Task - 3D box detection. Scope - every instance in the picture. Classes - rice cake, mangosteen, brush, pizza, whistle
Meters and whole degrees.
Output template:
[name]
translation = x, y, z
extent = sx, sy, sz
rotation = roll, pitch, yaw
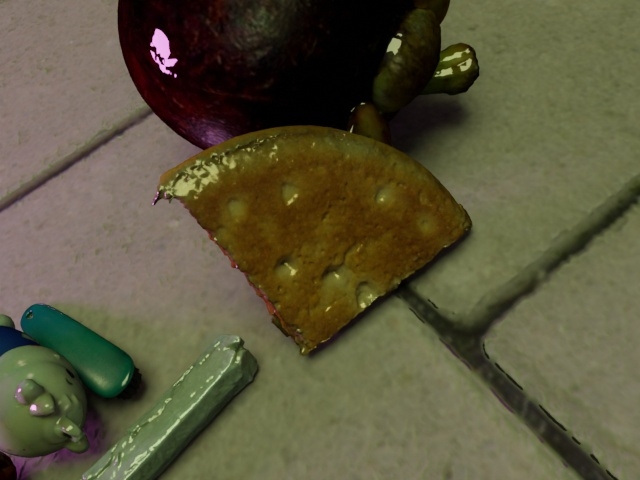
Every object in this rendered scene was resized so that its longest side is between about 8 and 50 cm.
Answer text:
[rice cake]
translation = -0.148, 0.177, 0.517
extent = 0.042, 0.045, 0.245
rotation = 33, 70, 34
[mangosteen]
translation = -0.036, -0.215, 0.618
extent = 0.331, 0.330, 0.329
rotation = -7, 55, 11
[brush]
translation = -0.236, 0.106, 0.605
extent = 0.194, 0.032, 0.043
rotation = 18, 67, 39
[pizza]
translation = 0.000, 0.000, 0.546
extent = 0.293, 0.197, 0.058
rotation = 3, 11, -20
[whistle]
translation = -0.286, 0.124, 0.556
extent = 0.245, 0.110, 0.092
rotation = 16, 52, 34

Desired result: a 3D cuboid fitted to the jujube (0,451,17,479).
[jujube]
translation = -0.305, 0.231, 0.505
extent = 0.078, 0.077, 0.129
rotation = 16, 67, 25
